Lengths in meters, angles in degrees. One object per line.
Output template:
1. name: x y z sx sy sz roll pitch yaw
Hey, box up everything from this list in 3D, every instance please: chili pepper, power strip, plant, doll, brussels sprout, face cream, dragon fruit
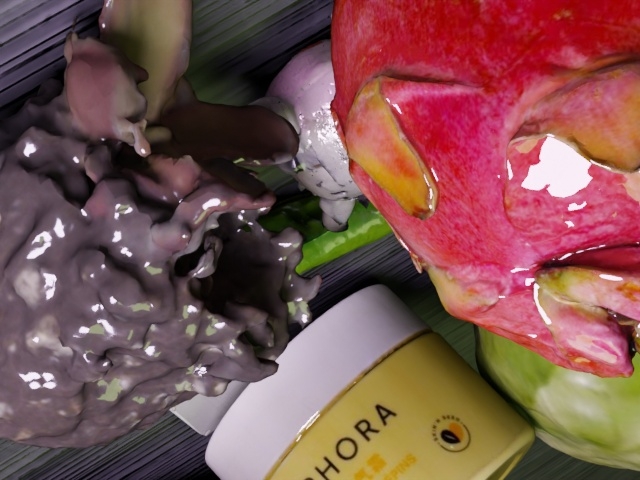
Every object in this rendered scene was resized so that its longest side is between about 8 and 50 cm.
1. chili pepper: 0.000 0.000 0.941 0.359 0.076 0.085 -28 176 -18
2. power strip: -0.096 0.101 1.032 0.081 0.035 0.192 -35 152 -1
3. plant: -0.104 0.000 0.715 0.234 0.204 0.178 -38 154 19
4. doll: 0.040 -0.094 0.823 0.192 0.095 0.149 -43 154 8
5. brussels sprout: 0.273 0.051 1.112 0.289 0.281 0.355 -56 -170 -32
6. face cream: 0.043 0.175 1.091 0.218 0.179 0.218 -41 163 -16
7. dragon fruit: 0.115 -0.096 0.635 0.250 0.250 0.315 59 45 -62

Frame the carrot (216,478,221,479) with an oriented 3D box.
1. carrot: -0.121 0.338 1.152 0.341 0.241 0.241 -8 141 -44
